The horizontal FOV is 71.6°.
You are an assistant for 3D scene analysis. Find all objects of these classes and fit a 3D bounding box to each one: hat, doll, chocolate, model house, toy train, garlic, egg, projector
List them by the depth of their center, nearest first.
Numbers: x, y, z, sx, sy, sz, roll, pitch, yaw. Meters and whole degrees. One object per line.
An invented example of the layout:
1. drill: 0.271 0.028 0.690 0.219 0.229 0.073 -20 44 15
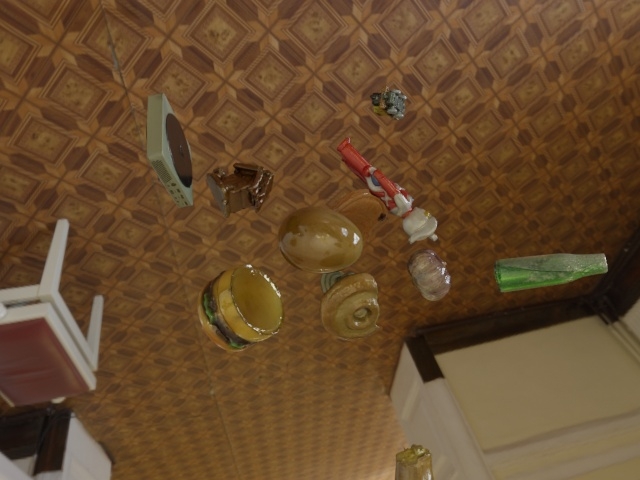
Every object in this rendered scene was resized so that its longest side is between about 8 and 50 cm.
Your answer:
1. garlic: 0.296 0.089 1.201 0.102 0.147 0.159 -29 140 3
2. doll: 0.198 -0.138 1.297 0.099 0.384 0.188 -42 174 4
3. chocolate: 0.668 0.086 1.298 0.291 0.110 0.110 -11 142 25
4. projector: -0.463 -0.268 1.356 0.079 0.259 0.257 -12 150 -1
5. model house: -0.272 -0.202 1.578 0.229 0.219 0.199 -23 150 -21
6. egg: 0.000 0.000 1.652 0.322 0.250 0.250 7 135 6
7. toy train: 0.260 -0.535 1.738 0.219 0.127 0.089 1 98 -63
8. hat: 0.132 0.204 1.971 0.252 0.252 0.110 18 131 -33

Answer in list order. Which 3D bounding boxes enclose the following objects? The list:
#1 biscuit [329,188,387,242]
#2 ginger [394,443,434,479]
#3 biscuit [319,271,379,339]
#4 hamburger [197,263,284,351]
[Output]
1. biscuit: 0.112 -0.050 2.083 0.350 0.078 0.455 18 119 -41
2. ginger: 0.225 0.627 0.880 0.166 0.375 0.236 -22 121 38
3. biscuit: 0.103 0.248 1.546 0.213 0.091 0.274 -18 128 -6
4. hamburger: -0.393 0.313 2.082 0.277 0.395 0.396 -29 137 25
